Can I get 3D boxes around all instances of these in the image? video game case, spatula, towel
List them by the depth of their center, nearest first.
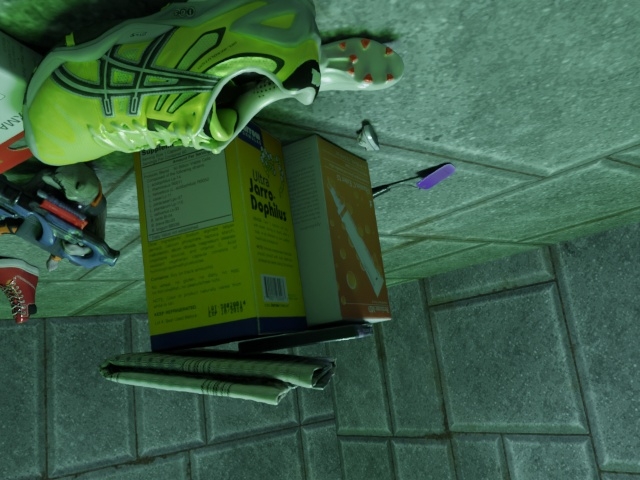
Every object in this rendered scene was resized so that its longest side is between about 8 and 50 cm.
[{"bbox_3d":[-0.139,0.217,0.908,0.324,0.056,0.312,1,171,9],"label":"towel"},{"bbox_3d":[-0.013,0.179,1.002,0.196,0.026,0.274,-10,169,9],"label":"video game case"},{"bbox_3d":[0.191,-0.128,1.353,0.296,0.030,0.084,-15,168,29],"label":"spatula"}]

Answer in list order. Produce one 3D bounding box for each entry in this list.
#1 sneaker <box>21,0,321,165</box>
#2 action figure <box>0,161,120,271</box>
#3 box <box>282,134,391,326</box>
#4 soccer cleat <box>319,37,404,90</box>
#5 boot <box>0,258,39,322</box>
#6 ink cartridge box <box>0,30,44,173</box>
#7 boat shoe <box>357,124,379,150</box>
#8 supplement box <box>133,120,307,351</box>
[{"bbox_3d":[-0.178,-0.163,0.613,0.384,0.147,0.145,-22,163,18],"label":"sneaker"},{"bbox_3d":[-0.544,-0.074,1.026,0.330,0.179,0.341,-23,131,33],"label":"action figure"},{"bbox_3d":[0.000,0.000,1.092,0.168,0.345,0.215,-14,166,29],"label":"box"},{"bbox_3d":[0.013,-0.231,0.736,0.196,0.068,0.076,-4,-178,-11],"label":"soccer cleat"},{"bbox_3d":[-0.919,0.153,1.632,0.088,0.176,0.244,-6,166,0],"label":"boot"},{"bbox_3d":[-0.452,-0.144,0.723,0.296,0.066,0.261,-23,163,17],"label":"ink cartridge box"},{"bbox_3d":[0.086,-0.188,1.023,0.035,0.035,0.100,-13,173,13],"label":"boat shoe"},{"bbox_3d":[-0.167,-0.006,0.932,0.194,0.357,0.195,-12,169,19],"label":"supplement box"}]
